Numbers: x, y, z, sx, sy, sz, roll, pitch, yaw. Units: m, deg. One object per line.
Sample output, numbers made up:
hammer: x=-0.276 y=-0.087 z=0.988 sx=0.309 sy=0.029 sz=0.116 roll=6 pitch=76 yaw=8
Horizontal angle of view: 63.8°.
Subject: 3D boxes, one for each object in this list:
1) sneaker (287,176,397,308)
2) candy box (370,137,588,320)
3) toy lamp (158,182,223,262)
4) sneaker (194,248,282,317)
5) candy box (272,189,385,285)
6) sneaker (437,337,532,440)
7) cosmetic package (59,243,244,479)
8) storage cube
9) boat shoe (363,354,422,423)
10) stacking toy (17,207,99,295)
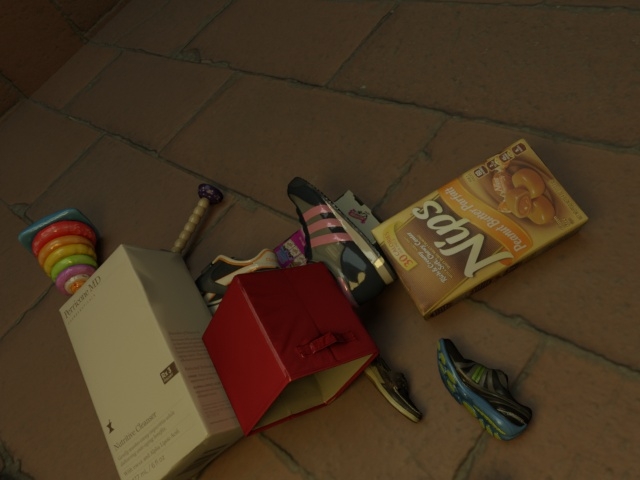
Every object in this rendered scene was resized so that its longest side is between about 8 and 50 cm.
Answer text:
sneaker: x=0.000 y=0.000 z=0.973 sx=0.131 sy=0.112 sz=0.319 roll=-41 pitch=51 yaw=0
candy box: x=0.273 y=-0.017 z=0.916 sx=0.317 sy=0.087 sz=0.182 roll=-31 pitch=69 yaw=3
toy lamp: x=-0.338 y=-0.016 z=1.292 sx=0.080 sy=0.080 sz=0.274 roll=6 pitch=57 yaw=32
sneaker: x=-0.203 y=0.112 z=1.066 sx=0.322 sy=0.126 sz=0.127 roll=-19 pitch=61 yaw=26
candy box: x=0.023 y=0.023 z=1.067 sx=0.233 sy=0.071 sz=0.159 roll=-39 pitch=49 yaw=-2
sneaker: x=0.250 y=0.226 z=0.809 sx=0.078 sy=0.067 sz=0.188 roll=-24 pitch=43 yaw=-18
cosmetic package: x=-0.296 y=0.220 z=0.932 sx=0.217 sy=0.156 sz=0.384 roll=-44 pitch=66 yaw=17
storage cube: x=-0.055 y=0.170 z=0.851 sx=0.193 sy=0.184 sz=0.214 roll=57 pitch=135 yaw=28
boat shoe: x=0.120 y=0.239 z=0.864 sx=0.049 sy=0.056 sz=0.152 roll=-46 pitch=48 yaw=-2
stacking toy: x=-0.649 y=0.078 z=1.356 sx=0.175 sy=0.165 sz=0.301 roll=-31 pitch=58 yaw=-12
